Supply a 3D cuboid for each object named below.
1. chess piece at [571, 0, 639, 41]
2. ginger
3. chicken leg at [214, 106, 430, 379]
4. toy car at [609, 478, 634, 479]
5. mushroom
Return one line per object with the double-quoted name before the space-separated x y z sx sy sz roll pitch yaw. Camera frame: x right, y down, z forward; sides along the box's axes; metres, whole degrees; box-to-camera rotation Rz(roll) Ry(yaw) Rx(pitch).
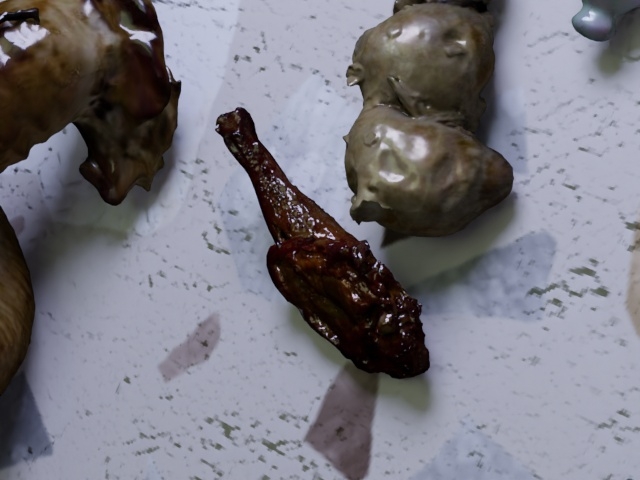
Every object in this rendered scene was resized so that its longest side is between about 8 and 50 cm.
"chess piece" 0.202 -0.243 0.903 0.139 0.139 0.271 27 101 36
"ginger" 0.068 -0.102 0.961 0.104 0.080 0.204 4 76 0
"chicken leg" 0.001 0.005 0.972 0.053 0.093 0.205 -35 57 -25
"toy car" 0.172 0.185 0.817 0.069 0.055 0.142 -43 46 4
"mushroom" -0.293 -0.022 1.030 0.356 0.334 0.331 -11 91 29
